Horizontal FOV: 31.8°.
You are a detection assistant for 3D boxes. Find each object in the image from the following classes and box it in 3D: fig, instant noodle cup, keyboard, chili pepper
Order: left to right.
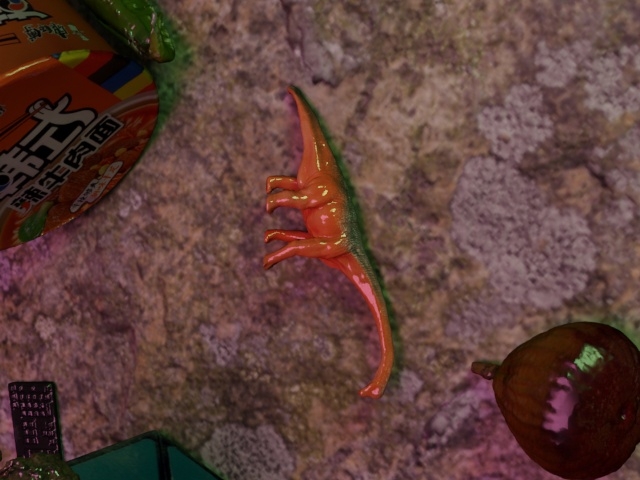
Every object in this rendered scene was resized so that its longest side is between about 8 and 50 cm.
[{"bbox_3d":[-0.299,-0.139,1.020,0.250,0.250,0.192,-48,66,24],"label":"instant noodle cup"},{"bbox_3d":[-0.295,0.250,1.184,0.061,0.013,0.204,-4,94,29],"label":"keyboard"},{"bbox_3d":[-0.243,-0.276,1.062,0.359,0.076,0.085,42,140,23],"label":"chili pepper"},{"bbox_3d":[0.190,0.123,0.869,0.119,0.153,0.119,1,84,-11],"label":"fig"}]

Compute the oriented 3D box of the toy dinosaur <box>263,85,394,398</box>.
[{"bbox_3d":[-0.001,0.000,0.968,0.101,0.055,0.279,-8,89,7],"label":"toy dinosaur"}]

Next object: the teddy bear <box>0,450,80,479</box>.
[{"bbox_3d":[-0.281,0.263,0.827,0.182,0.129,0.251,19,104,31],"label":"teddy bear"}]

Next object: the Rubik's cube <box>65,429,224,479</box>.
[{"bbox_3d":[-0.175,0.353,0.992,0.260,0.259,0.254,28,107,22],"label":"Rubik's cube"}]
